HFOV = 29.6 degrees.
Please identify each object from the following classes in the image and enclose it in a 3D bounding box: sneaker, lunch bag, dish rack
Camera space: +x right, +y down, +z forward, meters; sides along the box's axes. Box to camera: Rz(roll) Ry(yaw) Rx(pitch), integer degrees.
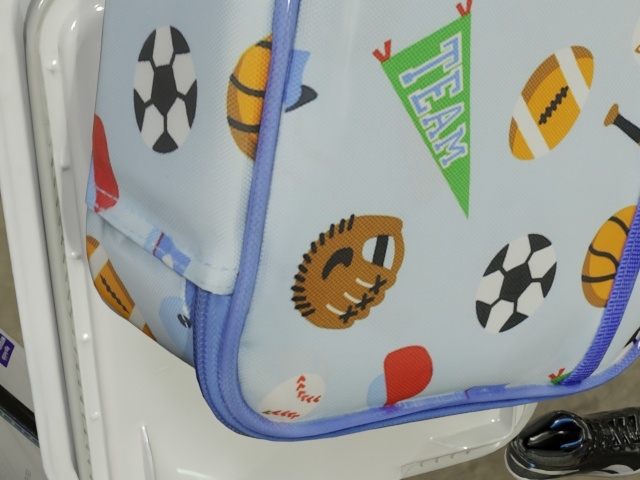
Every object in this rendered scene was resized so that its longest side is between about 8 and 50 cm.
[{"bbox_3d":[0.328,0.234,1.423,0.217,0.121,0.079,-13,67,-2],"label":"sneaker"},{"bbox_3d":[0.058,-0.090,0.400,0.115,0.243,0.303,36,119,48],"label":"lunch bag"},{"bbox_3d":[0.000,0.000,0.580,0.072,0.286,0.332,-129,33,-54],"label":"dish rack"}]

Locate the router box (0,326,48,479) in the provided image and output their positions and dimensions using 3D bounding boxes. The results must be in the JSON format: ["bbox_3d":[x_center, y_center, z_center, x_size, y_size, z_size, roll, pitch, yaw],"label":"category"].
[{"bbox_3d":[-0.241,0.162,0.892,0.301,0.335,0.082,44,90,-14],"label":"router box"}]
